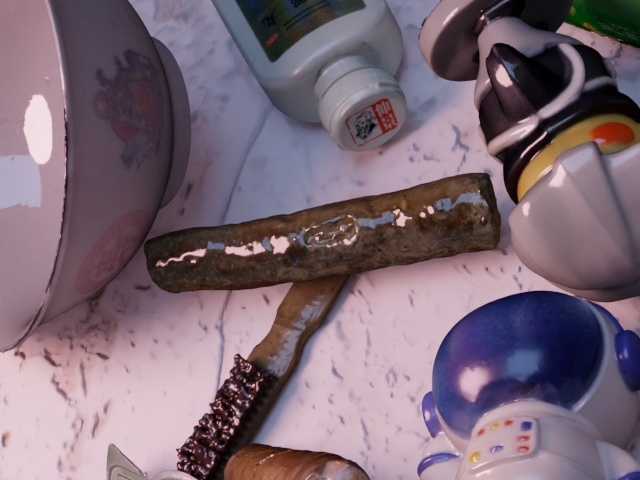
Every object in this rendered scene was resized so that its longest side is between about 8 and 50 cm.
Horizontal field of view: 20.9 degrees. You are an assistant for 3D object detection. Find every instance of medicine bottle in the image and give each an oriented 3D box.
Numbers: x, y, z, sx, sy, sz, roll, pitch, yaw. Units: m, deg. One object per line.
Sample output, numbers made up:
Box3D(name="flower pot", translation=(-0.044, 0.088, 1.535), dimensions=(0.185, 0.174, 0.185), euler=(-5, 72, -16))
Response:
Box3D(name="medicine bottle", translation=(-0.004, -0.169, 1.401), dimensions=(0.121, 0.083, 0.229), euler=(-31, 54, 2))

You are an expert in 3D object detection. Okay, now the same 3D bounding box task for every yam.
Box3D(name="yam", translation=(0.000, 0.000, 1.284), dimensions=(0.274, 0.061, 0.061), euler=(-10, 58, 18))
Box3D(name="yam", translation=(-0.018, 0.160, 1.144), dimensions=(0.057, 0.057, 0.241), euler=(-54, 11, -12))

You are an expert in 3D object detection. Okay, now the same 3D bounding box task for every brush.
Box3D(name="brush", translation=(-0.034, 0.080, 1.296), dimensions=(0.043, 0.036, 0.248), euler=(26, 73, 24))

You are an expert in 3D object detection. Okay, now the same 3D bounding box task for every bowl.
Box3D(name="bowl", translation=(-0.202, -0.090, 1.367), dimensions=(0.157, 0.345, 0.345), euler=(-6, 44, -33))

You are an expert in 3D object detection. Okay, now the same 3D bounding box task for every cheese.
Box3D(name="cheese", translation=(-0.111, 0.192, 1.254), dimensions=(0.121, 0.026, 0.067), euler=(19, 115, 33))

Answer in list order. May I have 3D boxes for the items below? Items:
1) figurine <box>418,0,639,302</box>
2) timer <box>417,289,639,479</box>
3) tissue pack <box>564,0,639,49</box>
Box3D(name="figurine", translation=(0.175, -0.066, 1.210), dimensions=(0.133, 0.176, 0.236), euler=(-36, 62, 17))
Box3D(name="timer", translation=(0.129, 0.185, 1.052), dimensions=(0.270, 0.270, 0.383), euler=(-14, 42, 17))
Box3D(name="tissue pack", translation=(0.255, -0.230, 1.274), dimensions=(0.209, 0.148, 0.156), euler=(25, 75, 34))
